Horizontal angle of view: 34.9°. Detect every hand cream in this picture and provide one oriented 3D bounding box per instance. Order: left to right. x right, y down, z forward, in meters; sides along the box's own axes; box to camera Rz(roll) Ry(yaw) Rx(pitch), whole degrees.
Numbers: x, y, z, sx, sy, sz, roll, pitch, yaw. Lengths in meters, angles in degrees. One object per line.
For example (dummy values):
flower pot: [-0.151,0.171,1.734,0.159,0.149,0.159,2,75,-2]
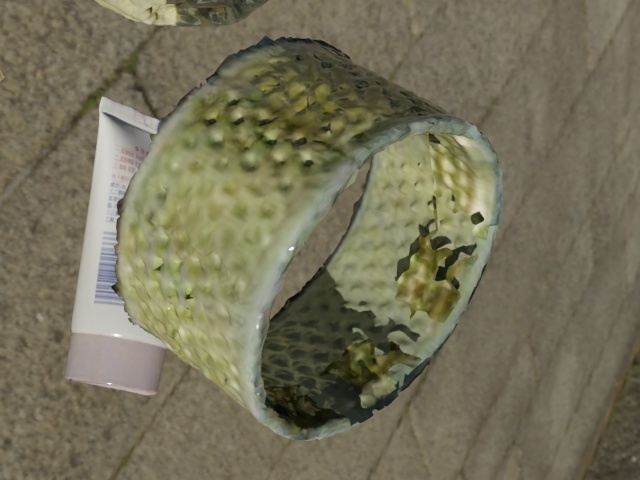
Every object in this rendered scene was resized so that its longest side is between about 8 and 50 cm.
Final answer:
hand cream: [-0.165,0.008,0.901,0.133,0.083,0.248,24,71,-44]

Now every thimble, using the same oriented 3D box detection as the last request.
thimble: [0.000,0.000,0.756,0.270,0.150,0.271,-31,138,-33]

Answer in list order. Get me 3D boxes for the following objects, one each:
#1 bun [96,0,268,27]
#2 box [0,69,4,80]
bun: [-0.166,-0.383,1.233,0.348,0.352,0.227,-3,80,-33]
box: [-0.500,-0.214,1.462,0.015,0.058,0.093,67,26,-25]
